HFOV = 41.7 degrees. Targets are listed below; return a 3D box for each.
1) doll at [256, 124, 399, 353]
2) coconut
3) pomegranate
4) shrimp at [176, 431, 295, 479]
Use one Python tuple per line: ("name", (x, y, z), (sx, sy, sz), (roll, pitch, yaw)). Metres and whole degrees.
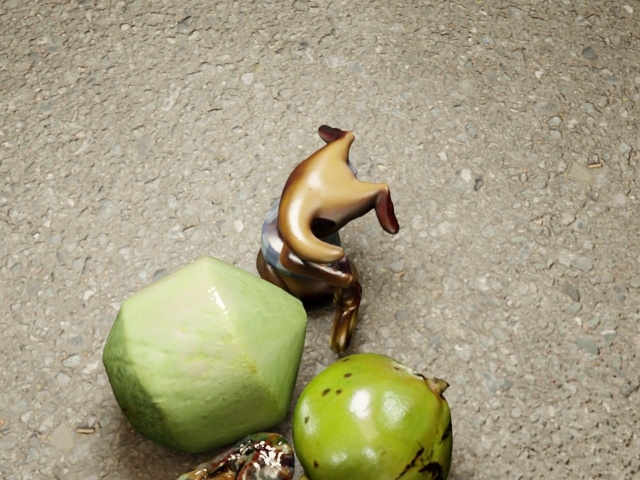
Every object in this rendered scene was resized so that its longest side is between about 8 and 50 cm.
("doll", (0.005, 0.000, 1.446), (0.209, 0.340, 0.318), (7, 52, -14))
("coconut", (-0.170, 0.182, 1.350), (0.328, 0.281, 0.329), (0, 93, -2))
("pomegranate", (0.063, 0.333, 1.302), (0.260, 0.260, 0.341), (35, 87, 19))
("shrimp", (-0.177, 0.426, 1.291), (0.372, 0.172, 0.137), (-34, 52, 17))
